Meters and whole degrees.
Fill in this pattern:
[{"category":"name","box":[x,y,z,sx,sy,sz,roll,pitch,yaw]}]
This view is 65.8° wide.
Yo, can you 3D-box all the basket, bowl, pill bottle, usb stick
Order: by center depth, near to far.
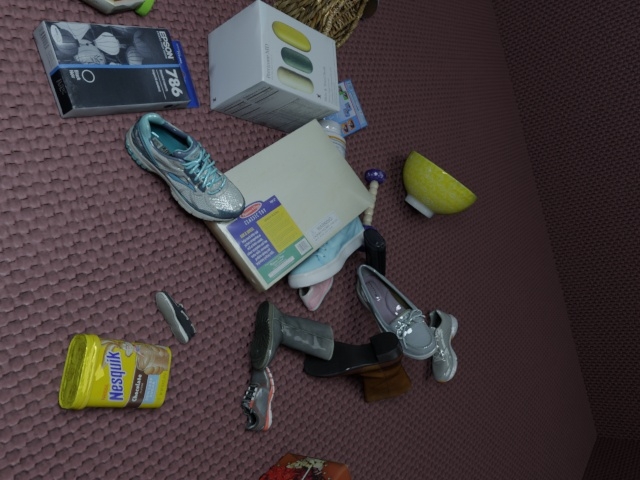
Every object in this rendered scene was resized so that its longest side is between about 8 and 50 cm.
[{"category":"pill bottle","box":[0.011,-0.225,1.393,0.117,0.117,0.214,23,65,-43]},{"category":"usb stick","box":[0.159,0.044,1.439,0.045,0.077,0.278,-37,158,-8]},{"category":"basket","box":[0.047,-0.683,1.463,0.223,0.214,0.299,56,46,-22]},{"category":"bowl","box":[0.391,-0.172,1.754,0.289,0.289,0.156,27,104,-42]}]

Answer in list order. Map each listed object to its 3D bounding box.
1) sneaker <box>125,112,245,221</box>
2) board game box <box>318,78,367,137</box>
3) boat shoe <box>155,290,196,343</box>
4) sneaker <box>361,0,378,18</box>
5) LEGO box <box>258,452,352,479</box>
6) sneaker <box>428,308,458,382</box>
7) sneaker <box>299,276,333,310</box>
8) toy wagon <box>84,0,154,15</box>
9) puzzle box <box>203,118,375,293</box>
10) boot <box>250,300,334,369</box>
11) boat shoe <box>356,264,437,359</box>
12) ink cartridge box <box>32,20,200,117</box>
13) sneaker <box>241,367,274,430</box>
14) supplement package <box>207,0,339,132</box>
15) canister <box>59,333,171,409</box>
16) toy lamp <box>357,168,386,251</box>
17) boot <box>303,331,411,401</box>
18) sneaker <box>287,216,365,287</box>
[{"category":"sneaker","box":[-0.268,-0.144,1.009,0.283,0.122,0.110,38,59,-15]},{"category":"board game box","box":[0.055,-0.402,1.541,0.211,0.039,0.160,-37,109,-46]},{"category":"boat shoe","box":[-0.296,0.153,1.020,0.038,0.046,0.125,-43,116,-44]},{"category":"sneaker","box":[0.102,-0.875,1.653,0.290,0.106,0.123,35,29,-53]},{"category":"LEGO box","box":[-0.043,0.790,1.050,0.372,0.193,0.499,-26,101,-48]},{"category":"sneaker","box":[0.410,0.365,1.741,0.121,0.099,0.262,34,50,-30]},{"category":"sneaker","box":[-0.013,0.118,1.340,0.070,0.051,0.134,53,52,-34]},{"category":"toy wagon","box":[-0.450,-0.640,1.007,0.267,0.068,0.344,22,66,-44]},{"category":"puzzle box","box":[-0.078,-0.097,1.204,0.409,0.052,0.272,-38,95,-32]},{"category":"boot","box":[-0.062,0.253,1.203,0.208,0.076,0.189,35,44,-31]},{"category":"boat shoe","box":[0.205,0.198,1.396,0.118,0.320,0.103,-29,143,-10]},{"category":"ink cartridge box","box":[-0.386,-0.351,1.020,0.333,0.065,0.165,-25,100,-49]},{"category":"sneaker","box":[-0.148,0.358,1.134,0.065,0.061,0.157,4,78,-41]},{"category":"supplement package","box":[-0.114,-0.416,1.234,0.263,0.198,0.199,5,79,-48]},{"category":"canister","box":[-0.367,0.242,0.902,0.170,0.073,0.126,22,66,-46]},{"category":"toy lamp","box":[0.155,-0.094,1.556,0.080,0.080,0.274,34,59,-39]},{"category":"boot","box":[0.109,0.367,1.367,0.280,0.264,0.096,71,-3,-48]},{"category":"sneaker","box":[0.000,0.000,1.331,0.366,0.135,0.150,-44,113,-56]}]
